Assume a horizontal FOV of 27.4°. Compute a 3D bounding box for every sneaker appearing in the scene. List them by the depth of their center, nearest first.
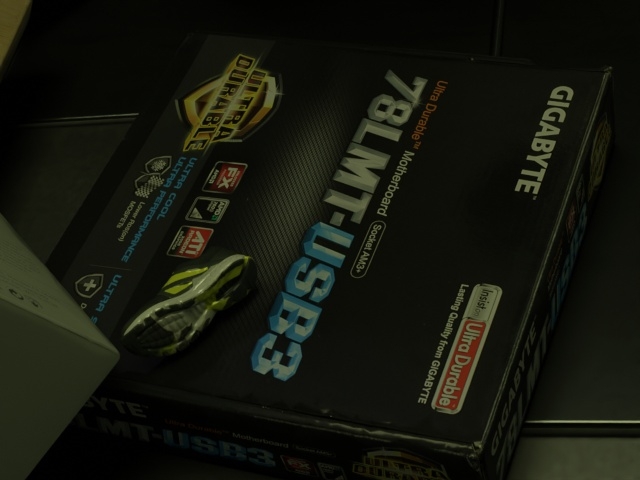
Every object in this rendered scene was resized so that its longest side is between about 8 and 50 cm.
[{"bbox_3d":[-0.073,0.033,0.708,0.083,0.031,0.035,-32,34,-18],"label":"sneaker"}]

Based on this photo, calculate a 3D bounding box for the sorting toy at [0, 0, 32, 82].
[{"bbox_3d":[-0.363,-0.102,0.912,0.257,0.089,0.255,16,50,-6],"label":"sorting toy"}]

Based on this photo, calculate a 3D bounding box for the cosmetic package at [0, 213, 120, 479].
[{"bbox_3d":[-0.264,0.066,0.694,0.224,0.138,0.224,-51,50,3],"label":"cosmetic package"}]

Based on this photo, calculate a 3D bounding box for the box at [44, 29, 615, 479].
[{"bbox_3d":[0.000,0.000,0.781,0.293,0.073,0.296,8,51,24],"label":"box"}]
